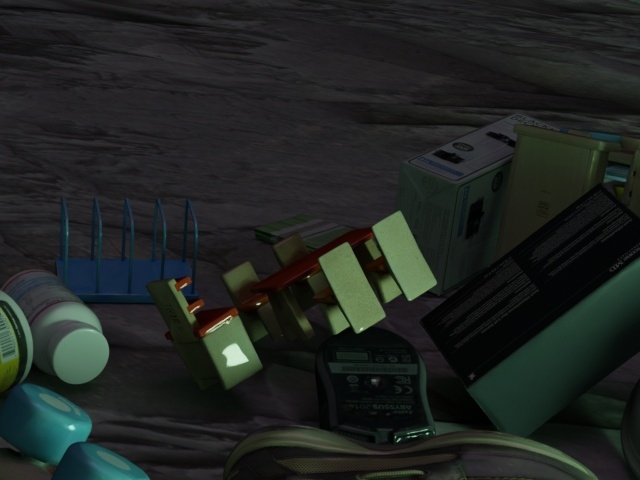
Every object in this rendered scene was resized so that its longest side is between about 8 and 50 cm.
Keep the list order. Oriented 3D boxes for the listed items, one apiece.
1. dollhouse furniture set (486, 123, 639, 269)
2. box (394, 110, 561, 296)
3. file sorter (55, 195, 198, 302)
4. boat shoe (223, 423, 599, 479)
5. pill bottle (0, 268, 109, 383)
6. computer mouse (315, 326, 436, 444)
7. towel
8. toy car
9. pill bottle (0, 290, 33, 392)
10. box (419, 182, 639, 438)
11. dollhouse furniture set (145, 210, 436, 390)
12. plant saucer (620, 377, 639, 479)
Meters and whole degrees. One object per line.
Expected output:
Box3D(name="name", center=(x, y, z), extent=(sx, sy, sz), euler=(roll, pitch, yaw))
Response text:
Box3D(name="dollhouse furniture set", center=(0.416, -0.028, 2.246), extent=(0.286, 0.198, 0.303), euler=(17, 11, 42))
Box3D(name="box", center=(0.213, -0.054, 2.296), extent=(0.087, 0.169, 0.290), euler=(22, 28, 30))
Box3D(name="file sorter", center=(-0.239, 0.008, 2.132), extent=(0.170, 0.104, 0.118), euler=(1, 22, -12))
Box3D(name="boat shoe", center=(0.078, 0.257, 1.558), extent=(0.356, 0.132, 0.130), euler=(0, 29, 11))
Box3D(name="pill bottle", center=(-0.295, 0.097, 1.907), extent=(0.087, 0.087, 0.160), euler=(-7, 24, -29))
Box3D(name="computer mouse", center=(0.048, 0.190, 1.787), extent=(0.189, 0.072, 0.272), euler=(3, 31, -2))
Box3D(name="towel", center=(0.000, 0.000, 2.336), extent=(0.152, 0.023, 0.113), euler=(18, 22, 36))
Box3D(name="toy car", center=(-0.180, 0.271, 1.400), extent=(0.238, 0.219, 0.210), euler=(26, 4, -39))
Box3D(name="pill bottle", center=(-0.407, 0.126, 1.759), extent=(0.119, 0.119, 0.208), euler=(19, 24, 32))
Box3D(name="box", center=(0.260, 0.078, 1.880), extent=(0.261, 0.103, 0.184), euler=(-37, 23, 3))
Box3D(name="dollhouse furniture set", center=(-0.046, 0.047, 1.900), extent=(0.259, 0.135, 0.262), euler=(-30, 9, -26))
Box3D(name="plant saucer", center=(0.481, 0.117, 1.759), extent=(0.401, 0.100, 0.400), euler=(-26, 23, 12))
